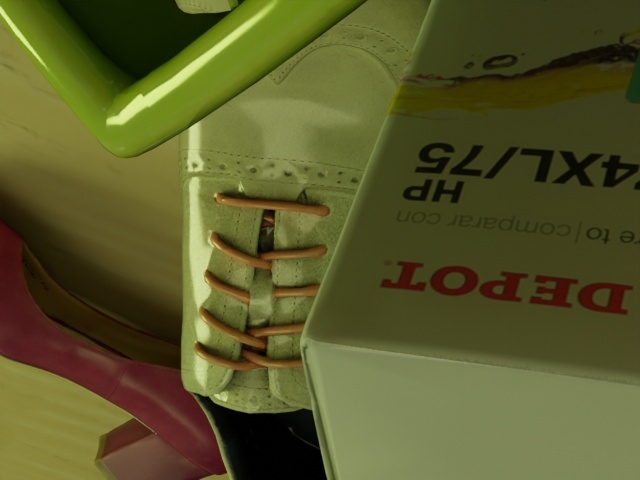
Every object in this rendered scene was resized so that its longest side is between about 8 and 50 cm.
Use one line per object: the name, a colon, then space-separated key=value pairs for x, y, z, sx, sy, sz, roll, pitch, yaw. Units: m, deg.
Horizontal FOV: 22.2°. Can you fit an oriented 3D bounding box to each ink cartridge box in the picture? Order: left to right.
ink cartridge box: x=0.135 y=0.012 z=0.596 sx=0.198 sy=0.270 sz=0.197 roll=6 pitch=138 yaw=18

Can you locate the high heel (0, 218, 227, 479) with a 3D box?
high heel: x=-0.119 y=0.041 z=0.917 sx=0.117 sy=0.082 sz=0.244 roll=-32 pitch=106 yaw=9

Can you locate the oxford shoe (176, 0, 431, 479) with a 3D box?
oxford shoe: x=0.000 y=0.000 z=0.738 sx=0.140 sy=0.146 sz=0.397 roll=9 pitch=138 yaw=19

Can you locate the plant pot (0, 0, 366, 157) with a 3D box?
plant pot: x=-0.005 y=-0.192 z=0.439 sx=0.227 sy=0.207 sz=0.228 roll=53 pitch=140 yaw=-5
